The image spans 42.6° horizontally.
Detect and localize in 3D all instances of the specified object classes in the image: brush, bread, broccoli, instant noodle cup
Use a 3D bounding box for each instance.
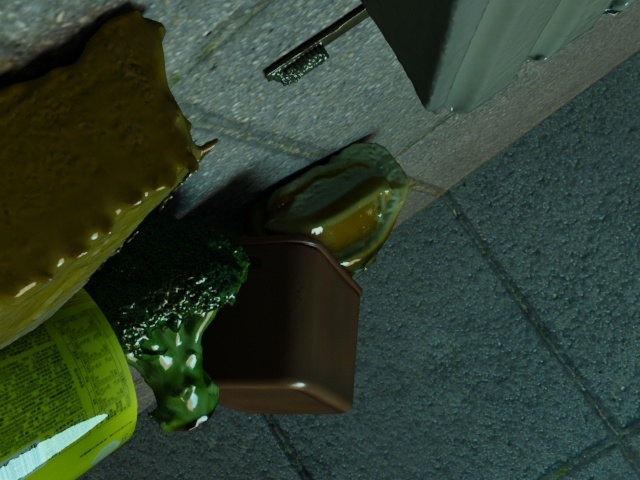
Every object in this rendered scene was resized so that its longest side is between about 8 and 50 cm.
[{"bbox_3d":[0.019,-0.240,0.979,0.190,0.027,0.034,-35,172,-2],"label":"brush"},{"bbox_3d":[0.000,0.000,1.572,0.301,0.210,0.341,-27,169,-27],"label":"bread"},{"bbox_3d":[-0.222,0.100,1.126,0.298,0.297,0.297,-13,-160,5],"label":"broccoli"},{"bbox_3d":[-0.366,0.177,0.920,0.222,0.311,0.311,-24,166,-40],"label":"instant noodle cup"}]

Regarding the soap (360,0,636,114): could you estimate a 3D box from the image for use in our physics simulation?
[{"bbox_3d":[0.170,-0.295,0.658,0.350,0.213,0.435,-36,171,-4],"label":"soap"}]

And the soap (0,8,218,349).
[{"bbox_3d":[-0.278,-0.021,0.655,0.339,0.169,0.304,-40,179,30],"label":"soap"}]

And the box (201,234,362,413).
[{"bbox_3d":[-0.078,0.154,1.357,0.240,0.229,0.339,-4,161,16],"label":"box"}]
